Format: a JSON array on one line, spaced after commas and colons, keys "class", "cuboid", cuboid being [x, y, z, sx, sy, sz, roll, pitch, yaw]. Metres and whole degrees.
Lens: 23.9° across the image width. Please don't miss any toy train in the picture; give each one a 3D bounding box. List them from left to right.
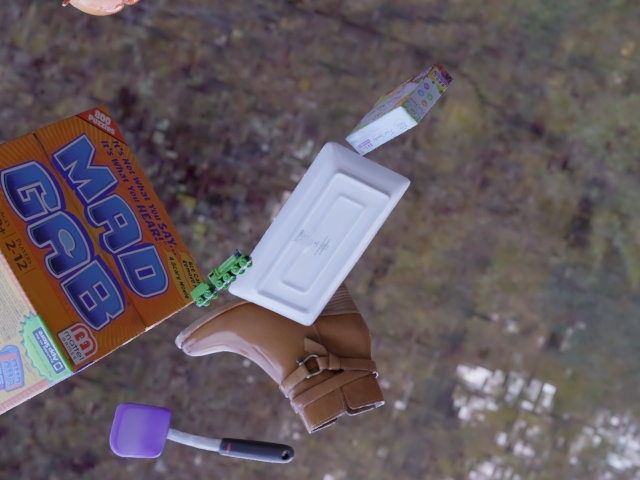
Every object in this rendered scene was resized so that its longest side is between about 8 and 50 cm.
[{"class": "toy train", "cuboid": [-0.106, 0.039, 1.612, 0.024, 0.083, 0.017, 56, -160, 21]}]

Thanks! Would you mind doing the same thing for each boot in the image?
[{"class": "boot", "cuboid": [-0.056, 0.187, 2.256, 0.283, 0.220, 0.109, -16, 167, -17]}]

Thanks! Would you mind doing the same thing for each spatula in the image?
[{"class": "spatula", "cuboid": [-0.176, 0.305, 2.288, 0.296, 0.084, 0.030, 13, -173, -19]}]

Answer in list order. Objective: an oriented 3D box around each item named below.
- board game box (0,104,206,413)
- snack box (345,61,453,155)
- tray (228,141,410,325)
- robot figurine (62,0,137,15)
[{"class": "board game box", "cuboid": [-0.476, 0.052, 2.429, 0.356, 0.356, 0.357, -32, -87, -53]}, {"class": "snack box", "cuboid": [0.106, -0.177, 2.046, 0.037, 0.100, 0.141, 46, 147, -12]}, {"class": "tray", "cuboid": [0.000, 0.000, 2.110, 0.145, 0.270, 0.030, 25, -158, -25]}, {"class": "robot figurine", "cuboid": [-0.215, -0.335, 1.696, 0.158, 0.219, 0.128, 56, 165, -2]}]
